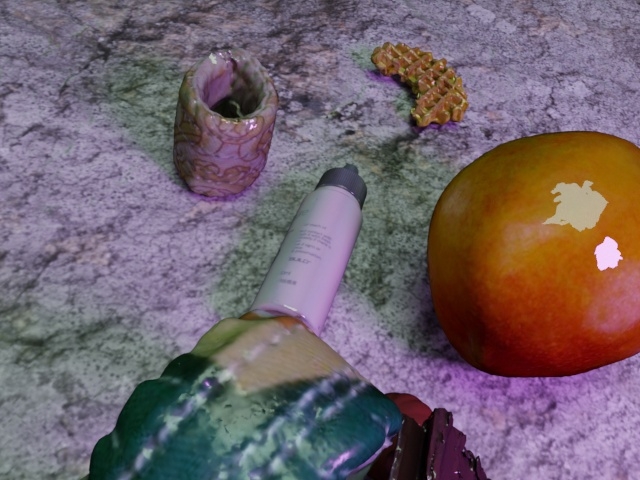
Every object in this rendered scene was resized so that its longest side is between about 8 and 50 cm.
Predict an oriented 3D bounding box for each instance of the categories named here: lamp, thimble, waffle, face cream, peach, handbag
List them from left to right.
[{"bbox_3d":[-0.135,-0.169,0.995,0.137,0.144,0.191,7,49,-10],"label":"thimble"},{"bbox_3d":[-0.062,0.201,0.602,0.167,0.288,0.254,38,65,19],"label":"thimble"},{"bbox_3d":[0.000,0.000,0.924,0.092,0.092,0.311,21,49,3],"label":"face cream"},{"bbox_3d":[0.080,0.214,0.765,0.101,0.090,0.101,-22,38,18],"label":"lamp"},{"bbox_3d":[0.175,-0.272,1.238,0.148,0.051,0.194,-6,57,-20],"label":"waffle"},{"bbox_3d":[0.113,0.289,0.646,0.073,0.203,0.216,-12,40,26],"label":"handbag"},{"bbox_3d":[0.278,0.024,0.864,0.308,0.308,0.332,40,67,19],"label":"peach"}]
